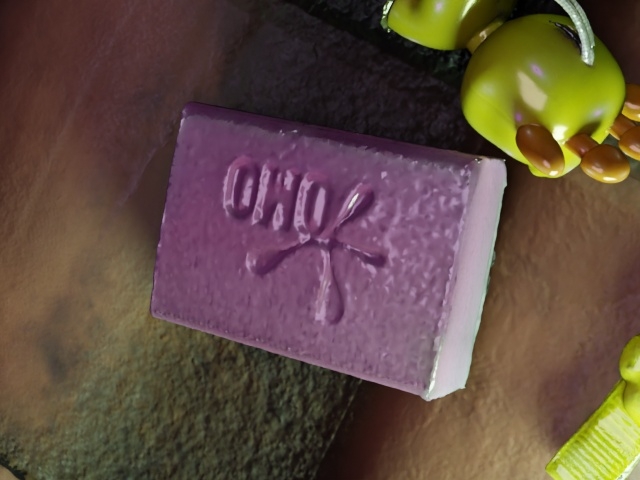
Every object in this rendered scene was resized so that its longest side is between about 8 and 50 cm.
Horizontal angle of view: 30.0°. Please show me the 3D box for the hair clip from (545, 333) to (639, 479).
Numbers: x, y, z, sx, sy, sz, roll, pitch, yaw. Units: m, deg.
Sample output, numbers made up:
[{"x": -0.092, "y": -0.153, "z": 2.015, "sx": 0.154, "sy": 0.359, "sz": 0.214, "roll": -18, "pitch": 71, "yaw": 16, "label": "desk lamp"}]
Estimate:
[{"x": 0.226, "y": 0.109, "z": 0.835, "sx": 0.072, "sy": 0.046, "sz": 0.173, "roll": 43, "pitch": 106, "yaw": 15, "label": "hair clip"}]

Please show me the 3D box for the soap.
[{"x": -0.001, "y": 0.000, "z": 0.922, "sx": 0.259, "sy": 0.081, "sz": 0.181, "roll": 15, "pitch": 97, "yaw": 25, "label": "soap"}]

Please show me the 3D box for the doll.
[{"x": 0.148, "y": -0.125, "z": 0.830, "sx": 0.221, "sy": 0.143, "sz": 0.135, "roll": 50, "pitch": 140, "yaw": 22, "label": "doll"}]
